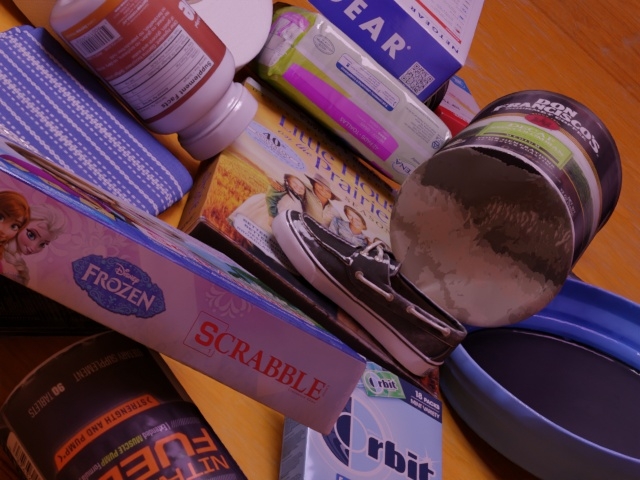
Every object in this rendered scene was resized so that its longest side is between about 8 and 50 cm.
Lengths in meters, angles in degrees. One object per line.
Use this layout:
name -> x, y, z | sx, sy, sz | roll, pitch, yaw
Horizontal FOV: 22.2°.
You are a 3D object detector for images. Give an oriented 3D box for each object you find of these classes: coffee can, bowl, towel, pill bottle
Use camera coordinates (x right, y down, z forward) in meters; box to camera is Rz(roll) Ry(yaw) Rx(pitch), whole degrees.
coffee can -> 0.213, -0.041, 1.824 | 0.201, 0.201, 0.275 | 43, 27, 3
bowl -> 0.306, 0.166, 1.807 | 0.391, 0.077, 0.391 | 17, 24, -8
towel -> -0.263, -0.088, 1.532 | 0.243, 0.040, 0.336 | 44, 23, 0
pill bottle -> -0.167, -0.189, 1.681 | 0.216, 0.121, 0.121 | 47, 18, -24
pill bottle -> -0.109, 0.191, 1.119 | 0.245, 0.130, 0.130 | 51, 23, 23

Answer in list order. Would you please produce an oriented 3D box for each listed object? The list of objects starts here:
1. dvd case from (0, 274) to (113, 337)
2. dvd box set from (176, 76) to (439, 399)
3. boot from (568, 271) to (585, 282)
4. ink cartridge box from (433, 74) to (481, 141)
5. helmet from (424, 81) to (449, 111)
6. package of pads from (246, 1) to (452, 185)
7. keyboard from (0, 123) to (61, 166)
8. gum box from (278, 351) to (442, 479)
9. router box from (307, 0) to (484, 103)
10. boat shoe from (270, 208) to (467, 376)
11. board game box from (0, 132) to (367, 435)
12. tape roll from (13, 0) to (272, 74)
dvd case -> -0.274, 0.010, 1.299 | 0.221, 0.018, 0.164 | 4, 47, -52
dvd box set -> 0.000, 0.000, 1.767 | 0.307, 0.062, 0.420 | 38, 22, -12
boot -> 0.309, 0.002, 2.269 | 0.338, 0.118, 0.223 | 4, 49, -48
ink cartridge box -> 0.177, -0.171, 2.379 | 0.134, 0.078, 0.231 | 26, 27, -35
helmet -> 0.099, -0.239, 2.256 | 0.169, 0.161, 0.169 | 35, 22, -17
package of pads -> 0.018, -0.187, 2.002 | 0.229, 0.101, 0.296 | 39, 2, -15
keyboard -> -0.241, -0.064, 1.432 | 0.256, 0.014, 0.072 | 36, 2, -19
gum box -> 0.038, 0.189, 1.431 | 0.157, 0.041, 0.184 | 31, 41, -26
router box -> 0.057, -0.366, 2.095 | 0.335, 0.082, 0.301 | 42, 28, -10
boat shoe -> 0.049, 0.036, 1.604 | 0.219, 0.070, 0.078 | 42, 21, -3
board game box -> -0.161, 0.006, 1.209 | 0.319, 0.066, 0.318 | 30, 1, -27
tape roll -> -0.221, -0.338, 1.875 | 0.392, 0.072, 0.392 | 30, 42, -31
